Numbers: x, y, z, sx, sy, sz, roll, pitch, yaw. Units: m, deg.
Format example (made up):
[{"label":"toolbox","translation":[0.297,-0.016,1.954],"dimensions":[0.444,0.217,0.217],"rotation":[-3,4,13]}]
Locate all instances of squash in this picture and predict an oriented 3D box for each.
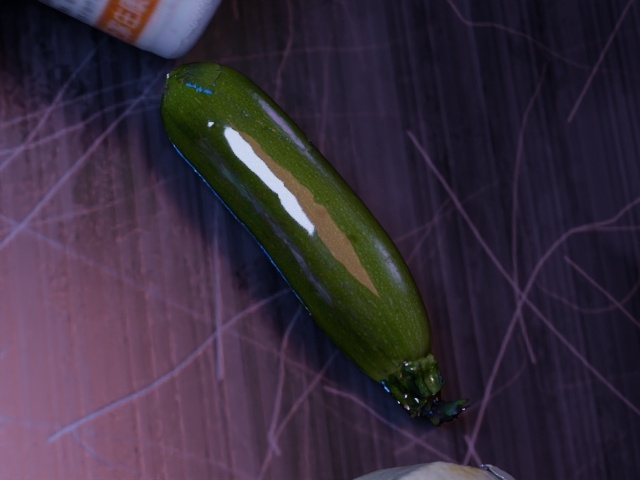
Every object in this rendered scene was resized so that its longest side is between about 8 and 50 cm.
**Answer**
[{"label":"squash","translation":[-0.001,0.000,1.442],"dimensions":[0.087,0.087,0.331],"rotation":[-36,88,-26]}]

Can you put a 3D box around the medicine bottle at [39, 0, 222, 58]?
[{"label":"medicine bottle","translation":[-0.220,-0.293,1.394],"dimensions":[0.371,0.211,0.211],"rotation":[25,66,-10]}]

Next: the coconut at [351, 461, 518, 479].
[{"label":"coconut","translation":[0.083,0.301,1.233],"dimensions":[0.323,0.323,0.323],"rotation":[6,70,-17]}]
